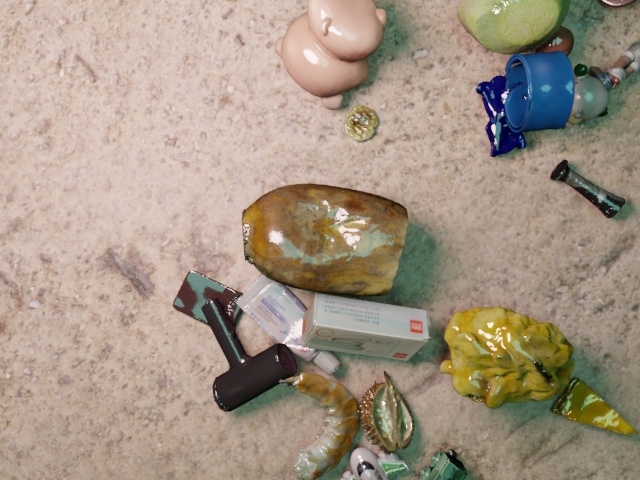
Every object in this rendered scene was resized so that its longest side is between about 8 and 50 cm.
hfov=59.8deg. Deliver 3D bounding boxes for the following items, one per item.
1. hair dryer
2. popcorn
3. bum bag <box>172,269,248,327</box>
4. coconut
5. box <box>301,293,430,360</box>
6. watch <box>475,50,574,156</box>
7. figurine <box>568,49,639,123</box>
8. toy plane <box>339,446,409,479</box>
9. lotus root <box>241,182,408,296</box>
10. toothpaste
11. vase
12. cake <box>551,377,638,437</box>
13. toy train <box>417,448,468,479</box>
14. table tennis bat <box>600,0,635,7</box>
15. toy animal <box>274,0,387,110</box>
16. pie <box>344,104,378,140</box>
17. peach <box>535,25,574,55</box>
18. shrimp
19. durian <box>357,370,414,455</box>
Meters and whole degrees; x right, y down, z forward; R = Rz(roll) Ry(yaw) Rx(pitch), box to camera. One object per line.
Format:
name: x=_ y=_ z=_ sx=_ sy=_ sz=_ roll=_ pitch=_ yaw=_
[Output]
hair dryer: x=-0.194 y=0.244 z=1.272 sx=0.197 sy=0.089 sz=0.251 roll=-31 pitch=90 yaw=18
popcorn: x=0.409 y=0.257 z=1.241 sx=0.286 sy=0.215 sz=0.252 roll=25 pitch=125 yaw=0
bum bag: x=-0.262 y=0.147 z=1.319 sx=0.159 sy=0.026 sz=0.109 roll=26 pitch=94 yaw=-2
coconut: x=0.414 y=-0.516 z=1.199 sx=0.204 sy=0.236 sz=0.236 roll=22 pitch=93 yaw=-25
box: x=0.099 y=0.196 z=1.242 sx=0.269 sy=0.135 sz=0.079 roll=10 pitch=56 yaw=-12
watch: x=0.456 y=-0.307 z=1.213 sx=0.171 sy=0.200 sz=0.196 roll=-14 pitch=90 yaw=-3
figurine: x=0.626 y=-0.347 z=1.267 sx=0.197 sy=0.093 sz=0.147 roll=-45 pitch=115 yaw=-6
toy plane: x=0.128 y=0.571 z=1.319 sx=0.174 sy=0.080 sz=0.174 roll=0 pitch=91 yaw=1
lotus root: x=0.000 y=0.000 z=1.207 sx=0.346 sy=0.250 sz=0.251 roll=6 pitch=93 yaw=-7
toothpaste: x=-0.060 y=0.204 z=1.307 sx=0.282 sy=0.068 sz=0.099 roll=45 pitch=48 yaw=0
vase: x=0.618 y=-0.119 z=1.293 sx=0.167 sy=0.059 sz=0.059 roll=34 pitch=93 yaw=-2
cake: x=0.645 y=0.425 z=1.316 sx=0.116 sy=0.080 sz=0.185 roll=-41 pitch=97 yaw=-1
toy train: x=0.272 y=0.573 z=1.305 sx=0.071 sy=0.111 sz=0.170 roll=32 pitch=91 yaw=1
table tennis bat: x=0.728 y=-0.581 z=1.293 sx=0.170 sy=0.119 sz=0.107 roll=37 pitch=119 yaw=20
toy animal: x=0.031 y=-0.424 z=1.190 sx=0.229 sy=0.221 sz=0.210 roll=-37 pitch=89 yaw=1
pie: x=0.093 y=-0.273 z=1.300 sx=0.084 sy=0.020 sz=0.084 roll=0 pitch=93 yaw=-1
peach: x=0.529 y=-0.446 z=1.262 sx=0.083 sy=0.083 sz=0.083 roll=0 pitch=93 yaw=0
shrimp: x=0.010 y=0.420 z=1.285 sx=0.185 sy=0.068 sz=0.287 roll=-16 pitch=114 yaw=-26
durian: x=0.143 y=0.401 z=1.302 sx=0.148 sy=0.091 sz=0.189 roll=17 pitch=67 yaw=-35
